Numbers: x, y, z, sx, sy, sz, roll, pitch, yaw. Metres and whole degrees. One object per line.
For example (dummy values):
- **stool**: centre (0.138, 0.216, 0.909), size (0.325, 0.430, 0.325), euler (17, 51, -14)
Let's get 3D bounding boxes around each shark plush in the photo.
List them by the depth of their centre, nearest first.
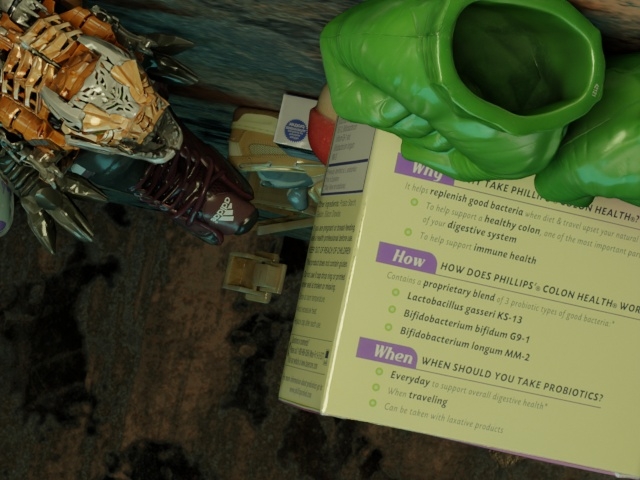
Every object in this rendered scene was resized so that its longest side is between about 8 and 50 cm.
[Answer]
- **shark plush**: centre (-0.028, -0.085, 1.885), size (0.067, 0.073, 0.161), euler (-14, 158, 29)

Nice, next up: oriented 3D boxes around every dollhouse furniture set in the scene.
- **dollhouse furniture set**: centre (0.000, 0.000, 2.173), size (0.101, 0.161, 0.182), euler (15, 177, -41)

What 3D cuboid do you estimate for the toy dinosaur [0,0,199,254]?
- **toy dinosaur**: centre (-0.196, -0.126, 1.268), size (0.322, 0.164, 0.218), euler (54, -173, 35)

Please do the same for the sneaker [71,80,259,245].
- **sneaker**: centre (-0.118, -0.062, 1.689), size (0.162, 0.106, 0.281), euler (38, -176, -5)

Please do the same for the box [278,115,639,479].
- **box**: centre (0.109, 0.009, 1.256), size (0.213, 0.243, 0.117), euler (12, 177, -14)

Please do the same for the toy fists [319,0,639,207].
- **toy fists**: centre (0.132, -0.072, 1.101), size (0.279, 0.096, 0.142), euler (12, 178, -27)

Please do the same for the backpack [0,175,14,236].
- **backpack**: centre (-0.366, -0.088, 1.561), size (0.191, 0.225, 0.253), euler (-16, 158, 29)

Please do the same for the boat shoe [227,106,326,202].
- **boat shoe**: centre (0.007, -0.068, 1.774), size (0.190, 0.072, 0.068), euler (11, 177, 18)

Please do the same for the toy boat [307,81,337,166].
- **toy boat**: centre (0.062, -0.037, 1.438), size (0.151, 0.151, 0.231), euler (11, 177, 7)

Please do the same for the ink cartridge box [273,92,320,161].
- **ink cartridge box**: centre (0.071, -0.076, 1.650), size (0.207, 0.046, 0.097), euler (11, 177, 8)
